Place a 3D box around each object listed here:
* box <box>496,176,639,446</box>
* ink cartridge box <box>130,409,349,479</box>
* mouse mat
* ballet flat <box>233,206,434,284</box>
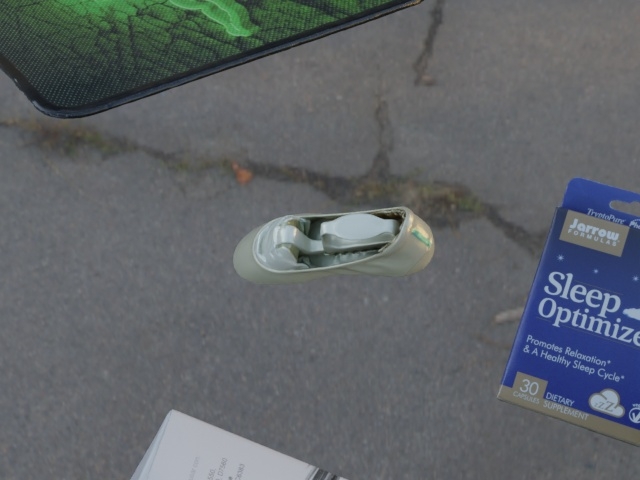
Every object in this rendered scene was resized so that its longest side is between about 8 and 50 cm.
[{"bbox_3d":[0.259,0.059,0.989,0.136,0.036,0.225,17,83,15],"label":"box"},{"bbox_3d":[-0.030,0.201,0.650,0.203,0.148,0.086,25,47,-8],"label":"ink cartridge box"},{"bbox_3d":[-0.070,-0.109,0.420,0.153,0.007,0.190,-24,42,-25],"label":"mouse mat"},{"bbox_3d":[0.000,0.000,1.180,0.248,0.086,0.086,-5,44,25],"label":"ballet flat"}]
